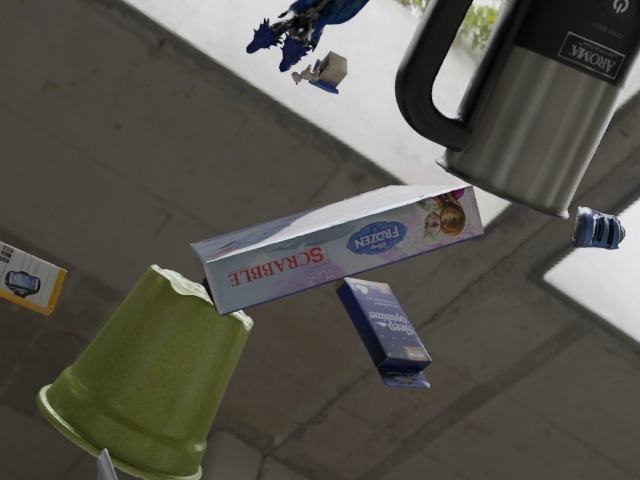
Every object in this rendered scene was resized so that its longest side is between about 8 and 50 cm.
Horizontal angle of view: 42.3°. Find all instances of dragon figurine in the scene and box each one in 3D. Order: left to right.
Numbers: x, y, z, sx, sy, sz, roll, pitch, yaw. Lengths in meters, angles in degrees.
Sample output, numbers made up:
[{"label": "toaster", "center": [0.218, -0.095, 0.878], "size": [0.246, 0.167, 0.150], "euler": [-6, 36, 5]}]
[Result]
[{"label": "dragon figurine", "center": [0.015, -0.340, 1.142], "size": [0.289, 0.144, 0.085], "euler": [-45, -78, -1]}]

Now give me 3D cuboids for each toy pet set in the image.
[{"label": "toy pet set", "center": [-0.017, -0.290, 1.345], "size": [0.114, 0.122, 0.065], "euler": [21, -41, -25]}]

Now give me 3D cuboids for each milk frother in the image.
[{"label": "milk frother", "center": [0.114, -0.105, 0.497], "size": [0.129, 0.143, 0.135], "euler": [24, -75, 3]}]

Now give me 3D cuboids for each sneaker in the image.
[{"label": "sneaker", "center": [0.362, -0.014, 1.075], "size": [0.059, 0.144, 0.053], "euler": [13, -81, 25]}]

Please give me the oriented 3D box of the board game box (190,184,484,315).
[{"label": "board game box", "center": [0.000, 0.000, 1.061], "size": [0.318, 0.318, 0.066], "euler": [-16, -83, -9]}]

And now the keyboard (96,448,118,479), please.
[{"label": "keyboard", "center": [-0.169, 0.313, 0.768], "size": [0.014, 0.256, 0.072], "euler": [-10, -48, -27]}]

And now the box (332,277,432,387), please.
[{"label": "box", "center": [0.121, 0.167, 1.514], "size": [0.136, 0.225, 0.036], "euler": [12, -49, -46]}]

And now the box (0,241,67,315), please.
[{"label": "box", "center": [-0.490, 0.059, 1.346], "size": [0.136, 0.081, 0.028], "euler": [27, -41, -23]}]

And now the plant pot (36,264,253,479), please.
[{"label": "plant pot", "center": [-0.239, 0.185, 1.244], "size": [0.276, 0.276, 0.254], "euler": [30, -92, -15]}]
